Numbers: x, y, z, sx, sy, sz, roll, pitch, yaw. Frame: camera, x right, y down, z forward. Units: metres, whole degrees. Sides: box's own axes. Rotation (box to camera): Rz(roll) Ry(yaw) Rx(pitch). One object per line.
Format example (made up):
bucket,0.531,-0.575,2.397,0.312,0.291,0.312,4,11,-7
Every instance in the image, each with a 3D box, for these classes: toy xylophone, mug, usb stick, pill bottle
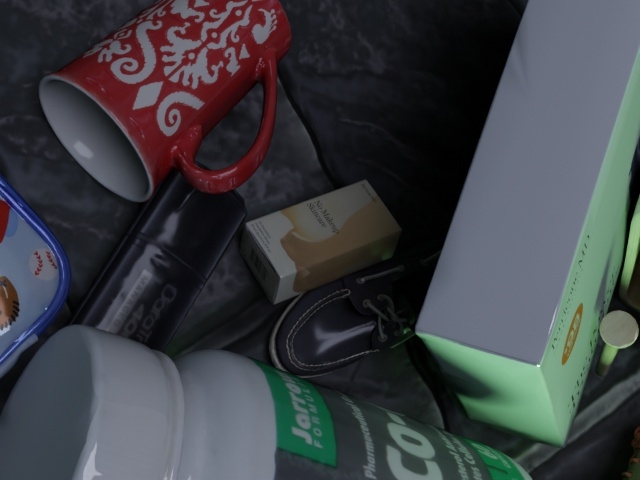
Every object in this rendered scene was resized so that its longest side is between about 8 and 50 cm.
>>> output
toy xylophone,0.300,0.004,0.993,0.081,0.322,0.236,17,83,16
mug,-0.097,-0.111,0.888,0.150,0.113,0.169,47,64,-7
usb stick,-0.146,0.064,0.881,0.077,0.045,0.278,39,70,-25
pill bottle,-0.033,0.194,0.810,0.361,0.204,0.204,24,75,-30

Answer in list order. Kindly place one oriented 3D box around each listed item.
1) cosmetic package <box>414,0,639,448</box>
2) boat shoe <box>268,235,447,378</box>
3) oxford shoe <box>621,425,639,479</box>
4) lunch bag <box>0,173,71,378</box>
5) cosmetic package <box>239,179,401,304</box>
cosmetic package,0.195,-0.052,0.928,0.097,0.284,0.377,15,75,22
boat shoe,0.053,0.049,0.963,0.206,0.065,0.075,-25,95,-25
oxford shoe,0.295,0.234,1.051,0.348,0.123,0.130,-19,66,-24
lunch bag,-0.335,0.043,0.760,0.303,0.115,0.243,-44,101,-23
cosmetic package,0.000,0.000,0.945,0.115,0.041,0.060,-23,62,-26
